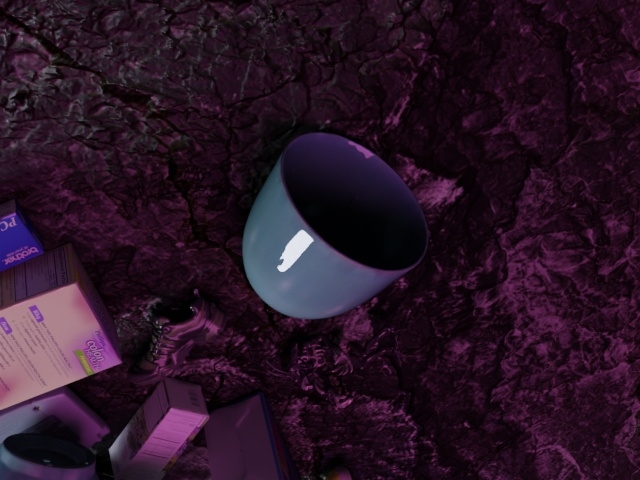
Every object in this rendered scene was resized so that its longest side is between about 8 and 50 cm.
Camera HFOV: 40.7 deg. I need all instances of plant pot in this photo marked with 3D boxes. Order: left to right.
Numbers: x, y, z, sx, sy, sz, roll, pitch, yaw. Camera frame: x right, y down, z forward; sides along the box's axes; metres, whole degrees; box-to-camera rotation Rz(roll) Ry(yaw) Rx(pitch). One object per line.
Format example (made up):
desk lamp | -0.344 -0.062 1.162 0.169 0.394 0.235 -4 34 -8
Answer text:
plant pot | -0.528 0.480 1.610 0.293 0.293 0.196 14 93 -30
plant pot | 0.000 0.000 1.495 0.293 0.293 0.235 15 135 -30

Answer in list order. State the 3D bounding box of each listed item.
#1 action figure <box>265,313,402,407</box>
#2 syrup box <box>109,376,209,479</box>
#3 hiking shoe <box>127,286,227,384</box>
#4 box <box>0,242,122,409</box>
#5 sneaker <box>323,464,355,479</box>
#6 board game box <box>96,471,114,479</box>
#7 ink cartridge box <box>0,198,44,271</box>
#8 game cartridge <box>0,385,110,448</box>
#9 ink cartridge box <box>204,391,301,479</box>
action figure | 0.033 0.255 1.795 0.275 0.141 0.164 -18 142 -10
syrup box | -0.338 0.402 1.790 0.096 0.093 0.237 21 116 -34
hiking shoe | -0.295 0.180 1.654 0.227 0.086 0.114 -39 117 3
box | -0.505 0.153 1.512 0.243 0.117 0.214 -21 131 -5
sneaker | -0.019 0.708 2.126 0.147 0.145 0.385 8 121 -27
board game box | -0.352 0.551 1.761 0.208 0.347 0.056 25 78 -38
ink cartridge box | -0.575 0.017 1.424 0.207 0.046 0.097 -24 132 -3
game cartridge | -0.594 0.392 1.707 0.294 0.060 0.196 -29 135 1
ink cartridge box | -0.118 0.566 1.889 0.151 0.270 0.395 -17 131 -2
